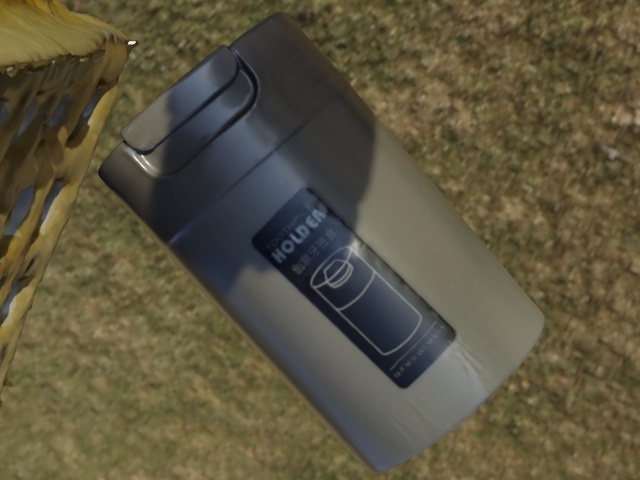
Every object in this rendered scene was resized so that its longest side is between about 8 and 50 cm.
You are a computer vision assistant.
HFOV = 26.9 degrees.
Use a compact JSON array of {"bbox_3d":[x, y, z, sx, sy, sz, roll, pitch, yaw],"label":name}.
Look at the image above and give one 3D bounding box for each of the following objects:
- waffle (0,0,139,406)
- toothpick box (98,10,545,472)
[{"bbox_3d":[-0.181,0.014,0.511,0.114,0.376,0.261,25,97,-2],"label":"waffle"},{"bbox_3d":[0.000,0.000,0.588,0.180,0.111,0.111,49,139,-4],"label":"toothpick box"}]
